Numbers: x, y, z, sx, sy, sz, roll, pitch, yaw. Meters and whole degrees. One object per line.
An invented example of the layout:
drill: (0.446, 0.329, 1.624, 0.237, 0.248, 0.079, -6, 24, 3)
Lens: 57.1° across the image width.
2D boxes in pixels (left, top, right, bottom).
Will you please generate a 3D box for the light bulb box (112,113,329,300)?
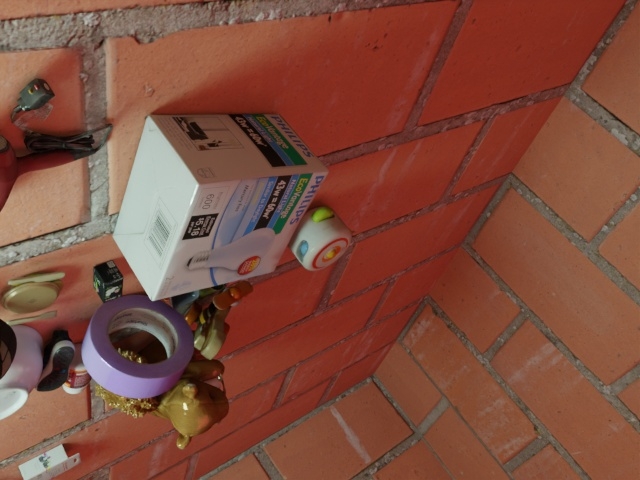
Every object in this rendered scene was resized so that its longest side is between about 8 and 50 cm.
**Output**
light bulb box: (-0.233, -0.086, 1.353, 0.360, 0.225, 0.358, -12, 144, -43)

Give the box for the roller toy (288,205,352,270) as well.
roller toy: (0.000, 0.000, 1.910, 0.191, 0.146, 0.209, -41, 156, 5)

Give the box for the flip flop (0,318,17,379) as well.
flip flop: (-0.751, 0.197, 1.250, 0.277, 0.080, 0.112, 68, 30, -45)

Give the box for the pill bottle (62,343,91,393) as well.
pill bottle: (-0.683, 0.364, 1.648, 0.086, 0.086, 0.152, -16, 146, -40)

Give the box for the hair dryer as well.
hair dryer: (-0.519, -0.133, 1.053, 0.293, 0.080, 0.223, -40, 156, 3)

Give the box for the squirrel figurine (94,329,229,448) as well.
squirrel figurine: (-0.463, 0.451, 1.727, 0.396, 0.370, 0.281, 11, 99, -30)

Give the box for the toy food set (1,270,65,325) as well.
toy food set: (-0.660, 0.122, 1.347, 0.132, 0.039, 0.192, -9, 147, -37)

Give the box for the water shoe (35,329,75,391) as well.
water shoe: (-0.698, 0.318, 1.552, 0.072, 0.080, 0.203, 12, 126, -40)

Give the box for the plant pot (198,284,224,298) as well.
plant pot: (-0.344, 0.134, 1.755, 0.079, 0.083, 0.083, -38, 158, 26)

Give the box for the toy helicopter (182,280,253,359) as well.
toy helicopter: (-0.297, 0.235, 1.722, 0.235, 0.140, 0.355, -50, -164, 6)

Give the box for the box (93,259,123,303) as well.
box: (-0.526, 0.103, 1.455, 0.052, 0.062, 0.083, -22, 149, -36)

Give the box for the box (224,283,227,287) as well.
box: (-0.307, 0.120, 1.839, 0.083, 0.018, 0.067, -48, 153, 18)

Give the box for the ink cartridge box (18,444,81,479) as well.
ink cartridge box: (-0.926, 0.770, 2.019, 0.181, 0.062, 0.104, -22, 151, -32)

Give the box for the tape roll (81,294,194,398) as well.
tape roll: (-0.479, 0.276, 1.556, 0.274, 0.275, 0.090, -11, 144, -46)

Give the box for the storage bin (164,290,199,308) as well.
storage bin: (-0.399, 0.113, 1.614, 0.098, 0.091, 0.135, -28, 152, -24)

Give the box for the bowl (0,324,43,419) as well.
bowl: (-0.796, 0.346, 1.408, 0.297, 0.134, 0.298, -31, 154, -17)

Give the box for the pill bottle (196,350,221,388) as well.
pill bottle: (-0.426, 0.487, 2.053, 0.121, 0.216, 0.121, -31, 154, -18)
